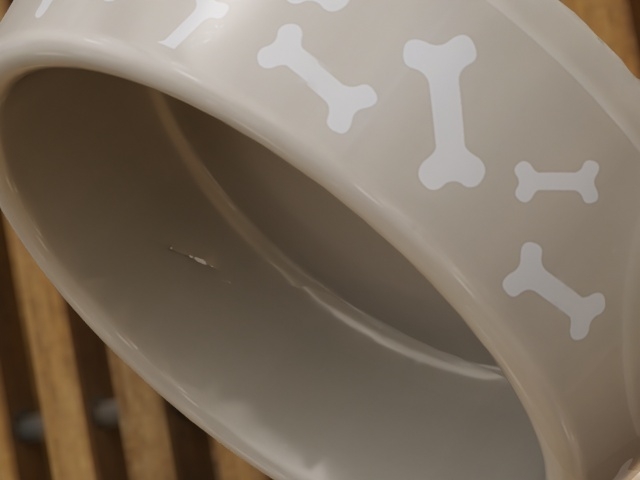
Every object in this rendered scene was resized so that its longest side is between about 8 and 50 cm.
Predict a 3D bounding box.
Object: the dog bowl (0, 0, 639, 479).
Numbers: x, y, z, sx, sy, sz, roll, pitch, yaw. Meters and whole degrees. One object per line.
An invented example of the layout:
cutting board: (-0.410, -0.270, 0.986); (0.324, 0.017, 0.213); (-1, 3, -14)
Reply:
dog bowl: (0.000, 0.000, 0.763); (0.102, 0.349, 0.349); (-51, 16, -25)
